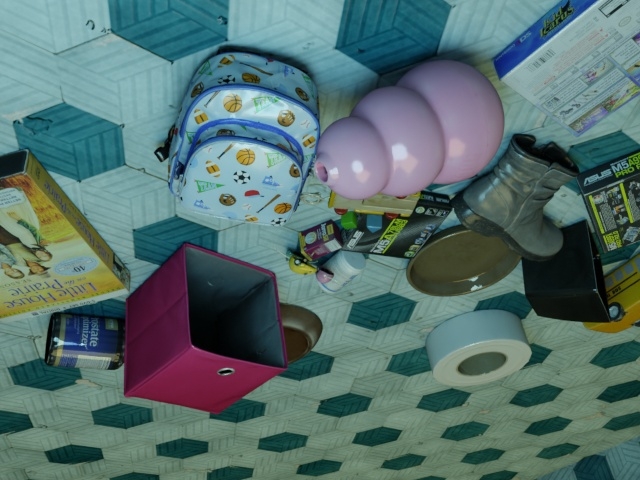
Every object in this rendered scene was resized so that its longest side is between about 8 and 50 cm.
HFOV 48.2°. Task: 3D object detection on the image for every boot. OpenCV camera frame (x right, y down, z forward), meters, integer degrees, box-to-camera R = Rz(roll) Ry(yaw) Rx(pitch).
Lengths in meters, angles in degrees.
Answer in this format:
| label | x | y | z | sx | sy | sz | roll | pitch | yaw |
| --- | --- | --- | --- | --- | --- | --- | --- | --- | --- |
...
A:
| label | x | y | z | sx | sy | sz | roll | pitch | yaw |
| --- | --- | --- | --- | --- | --- | --- | --- | --- | --- |
| boot | 0.457 | -0.081 | 1.492 | 0.338 | 0.118 | 0.223 | 16 | 132 | -37 |

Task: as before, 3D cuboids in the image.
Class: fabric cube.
| label | x | y | z | sx | sy | sz | roll | pitch | yaw |
| --- | --- | --- | --- | --- | --- | --- | --- | --- | --- |
| fabric cube | -0.260 | 0.204 | 1.583 | 0.254 | 0.259 | 0.258 | 22 | 134 | -38 |

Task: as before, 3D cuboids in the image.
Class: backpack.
| label | x | y | z | sx | sy | sz | roll | pitch | yaw |
| --- | --- | --- | --- | --- | --- | --- | --- | --- | --- |
| backpack | -0.122 | -0.165 | 1.170 | 0.276 | 0.213 | 0.263 | 6 | 131 | -16 |

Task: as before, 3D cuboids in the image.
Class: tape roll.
| label | x | y | z | sx | sy | sz | roll | pitch | yaw |
| --- | --- | --- | --- | --- | --- | --- | --- | --- | --- |
| tape roll | 0.447 | 0.309 | 2.029 | 0.286 | 0.100 | 0.286 | -7 | 143 | -5 |

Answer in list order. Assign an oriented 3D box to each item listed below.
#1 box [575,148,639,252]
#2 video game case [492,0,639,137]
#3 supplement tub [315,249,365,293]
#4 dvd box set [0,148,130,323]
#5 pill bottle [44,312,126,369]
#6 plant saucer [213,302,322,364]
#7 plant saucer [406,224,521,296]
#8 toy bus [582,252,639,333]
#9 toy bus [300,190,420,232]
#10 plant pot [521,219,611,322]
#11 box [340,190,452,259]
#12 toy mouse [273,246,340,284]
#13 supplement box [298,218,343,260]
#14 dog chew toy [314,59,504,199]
| label | x | y | z | sx | sy | sz | roll | pitch | yaw |
| --- | --- | --- | --- | --- | --- | --- | --- | --- | --- |
| box | 0.697 | -0.093 | 1.571 | 0.216 | 0.060 | 0.270 | -23 | 142 | 19 |
| video game case | 0.471 | -0.319 | 1.206 | 0.244 | 0.061 | 0.269 | 24 | 133 | -36 |
| supplement tub | 0.045 | 0.066 | 1.625 | 0.071 | 0.071 | 0.107 | 18 | 137 | -33 |
| dvd box set | -0.604 | 0.012 | 1.406 | 0.307 | 0.062 | 0.420 | -13 | 144 | 5 |
| pill bottle | -0.527 | 0.241 | 1.687 | 0.219 | 0.123 | 0.123 | 9 | 140 | -25 |
| plant saucer | -0.144 | 0.265 | 1.874 | 0.310 | 0.050 | 0.311 | -7 | 145 | -5 |
| plant saucer | 0.336 | 0.044 | 1.690 | 0.277 | 0.041 | 0.278 | -6 | 145 | -4 |
| toy bus | 0.821 | 0.124 | 1.836 | 0.108 | 0.130 | 0.333 | 13 | 139 | -27 |
| toy bus | 0.091 | -0.110 | 1.352 | 0.191 | 0.104 | 0.202 | -16 | 149 | 35 |
| plant pot | 0.578 | 0.090 | 1.702 | 0.167 | 0.188 | 0.187 | -14 | 146 | 25 |
| box | 0.157 | -0.037 | 1.533 | 0.184 | 0.045 | 0.191 | 7 | 140 | -24 |
| toy mouse | -0.026 | 0.060 | 1.573 | 0.161 | 0.143 | 0.031 | 28 | 96 | 5 |
| supplement box | 0.000 | 0.000 | 1.537 | 0.083 | 0.055 | 0.043 | -23 | 142 | 17 |
| dog chew toy | 0.136 | -0.164 | 1.153 | 0.331 | 0.207 | 0.207 | -25 | 152 | -27 |
